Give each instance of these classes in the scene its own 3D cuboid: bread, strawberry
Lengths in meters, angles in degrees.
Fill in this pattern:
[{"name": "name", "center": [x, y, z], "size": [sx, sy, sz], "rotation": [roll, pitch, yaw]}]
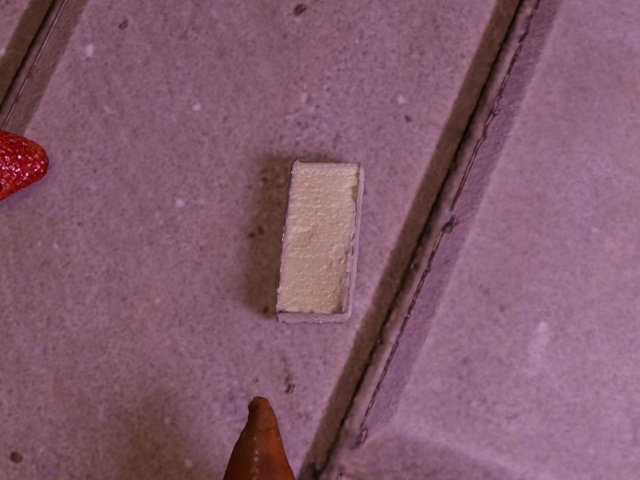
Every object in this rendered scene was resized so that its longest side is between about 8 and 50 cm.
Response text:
[{"name": "bread", "center": [0.000, 0.000, 1.650], "size": [0.068, 0.028, 0.154], "rotation": [0, 69, 13]}, {"name": "strawberry", "center": [-0.296, -0.073, 1.729], "size": [0.083, 0.073, 0.073], "rotation": [-11, 67, -5]}]

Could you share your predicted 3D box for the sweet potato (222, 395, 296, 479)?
[{"name": "sweet potato", "center": [-0.035, 0.301, 1.501], "size": [0.112, 0.112, 0.359], "rotation": [-11, 70, 9]}]
